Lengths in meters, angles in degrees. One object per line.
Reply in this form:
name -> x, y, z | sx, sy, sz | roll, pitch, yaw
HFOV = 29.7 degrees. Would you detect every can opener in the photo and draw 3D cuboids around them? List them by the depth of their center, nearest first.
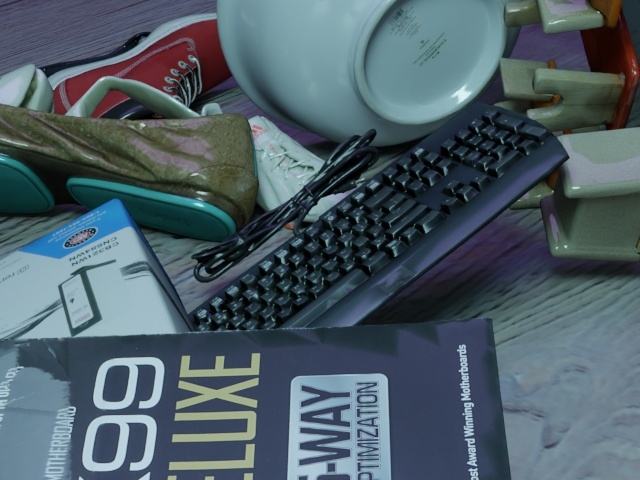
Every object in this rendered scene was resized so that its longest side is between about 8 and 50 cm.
can opener -> -0.240, -0.181, 1.327 | 0.186, 0.073, 0.059 | -20, 69, -24

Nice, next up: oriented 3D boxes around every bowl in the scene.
bowl -> 0.070, -0.193, 1.047 | 0.297, 0.298, 0.134 | -14, 39, -19

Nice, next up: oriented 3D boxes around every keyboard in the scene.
keyboard -> 0.000, 0.000, 0.812 | 0.317, 0.033, 0.201 | -36, 28, -16

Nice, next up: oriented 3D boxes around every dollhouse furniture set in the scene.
dollhouse furniture set -> 0.222, -0.110, 0.900 | 0.135, 0.262, 0.259 | -2, 53, -1

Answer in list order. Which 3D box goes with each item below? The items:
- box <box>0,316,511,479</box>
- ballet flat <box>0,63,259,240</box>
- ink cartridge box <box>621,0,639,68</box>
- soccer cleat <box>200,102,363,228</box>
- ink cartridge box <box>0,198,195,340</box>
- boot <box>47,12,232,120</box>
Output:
box -> -0.043, 0.169, 0.449 | 0.242, 0.076, 0.307 | -2, 44, 3
ballet flat -> -0.211, -0.083, 1.003 | 0.342, 0.116, 0.124 | 7, 65, 14
ink cartridge box -> 0.248, -0.279, 1.065 | 0.071, 0.330, 0.324 | -44, 1, 1
soccer cleat -> -0.040, -0.064, 1.019 | 0.196, 0.076, 0.068 | 21, 35, 40
ink cartridge box -> -0.144, 0.078, 0.692 | 0.148, 0.086, 0.203 | -29, 30, -5
boot -> -0.135, -0.149, 1.202 | 0.244, 0.088, 0.176 | -29, 35, -26
